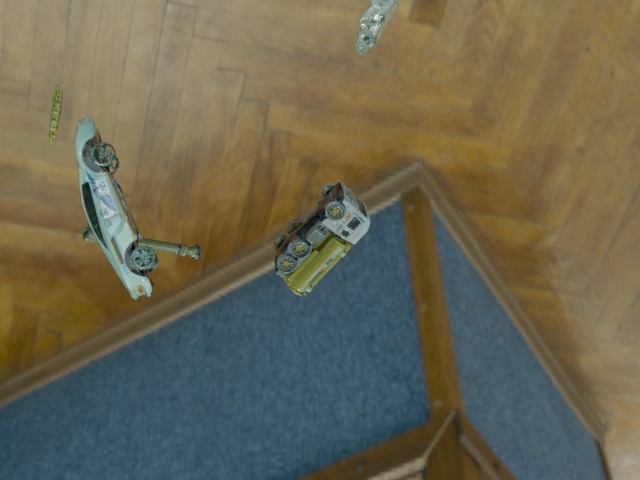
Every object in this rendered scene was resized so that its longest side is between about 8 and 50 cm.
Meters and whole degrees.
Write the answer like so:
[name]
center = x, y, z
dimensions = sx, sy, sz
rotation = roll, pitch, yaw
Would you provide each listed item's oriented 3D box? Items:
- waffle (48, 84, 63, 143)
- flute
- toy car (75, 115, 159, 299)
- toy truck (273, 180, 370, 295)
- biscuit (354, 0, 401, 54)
[waffle]
center = -0.416, -0.194, 1.765
dimensions = 0.016, 0.078, 0.085
rotation = 8, 136, -12
[flute]
center = -0.271, 0.005, 1.720
dimensions = 0.027, 0.027, 0.233
rotation = -41, 150, 26
[toy car]
center = -0.222, -0.033, 1.200
dimensions = 0.056, 0.095, 0.205
rotation = -23, 90, -7
[toy truck]
center = 0.000, 0.000, 1.187
dimensions = 0.063, 0.052, 0.123
rotation = 36, 109, -23
[biscuit]
center = 0.115, -0.401, 1.832
dimensions = 0.040, 0.188, 0.265
rotation = 31, 138, 2
